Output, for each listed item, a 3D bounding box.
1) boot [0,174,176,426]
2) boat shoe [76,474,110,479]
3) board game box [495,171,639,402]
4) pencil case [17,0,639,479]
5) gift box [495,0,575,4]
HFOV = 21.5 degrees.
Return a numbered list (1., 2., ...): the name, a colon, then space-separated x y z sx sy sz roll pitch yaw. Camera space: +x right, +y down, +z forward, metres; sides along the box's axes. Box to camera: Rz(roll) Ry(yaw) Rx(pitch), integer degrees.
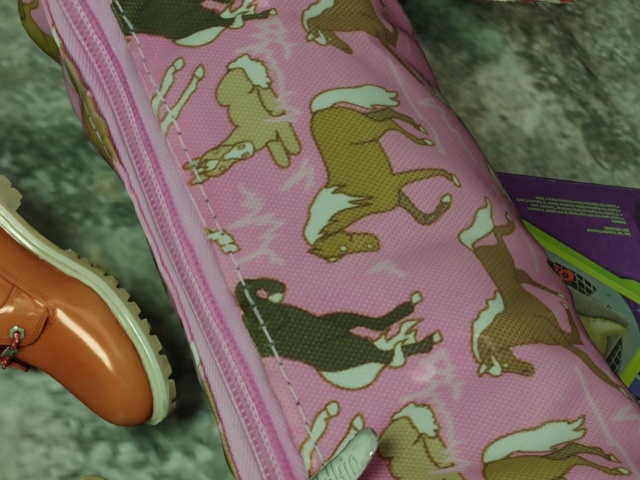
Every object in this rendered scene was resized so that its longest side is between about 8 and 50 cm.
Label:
1. boot: -0.134 0.034 0.699 0.158 0.059 0.084 39 52 13
2. boat shoe: -0.054 0.143 0.643 0.135 0.045 0.050 38 42 7
3. board game box: 0.129 0.057 0.834 0.347 0.056 0.208 6 44 -26
4. pencil case: 0.000 0.000 0.671 0.160 0.167 0.386 -24 57 -2
5. gift box: 0.061 -0.293 0.964 0.276 0.258 0.255 4 48 -17
